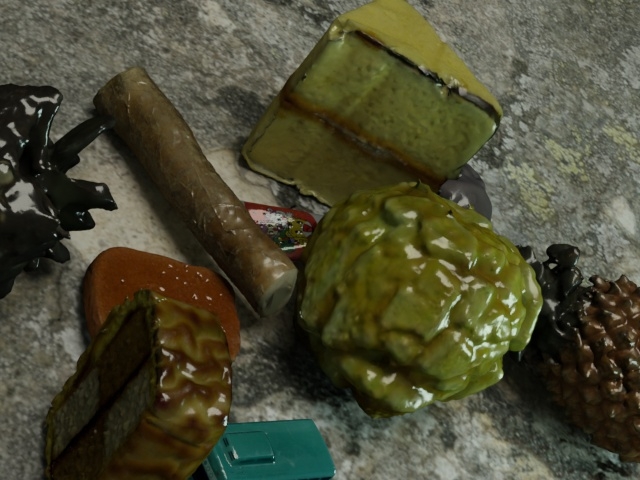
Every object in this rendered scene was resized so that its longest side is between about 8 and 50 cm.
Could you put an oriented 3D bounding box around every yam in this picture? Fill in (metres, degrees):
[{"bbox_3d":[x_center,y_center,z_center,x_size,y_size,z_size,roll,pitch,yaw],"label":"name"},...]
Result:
[{"bbox_3d":[-0.143,-0.061,1.798,0.081,0.081,0.357,-14,58,-48],"label":"yam"}]

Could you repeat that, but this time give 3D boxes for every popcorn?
[{"bbox_3d":[0.099,0.059,1.785,0.282,0.247,0.282,34,24,-17],"label":"popcorn"}]

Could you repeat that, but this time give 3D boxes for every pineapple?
[{"bbox_3d":[0.324,0.119,1.943,0.357,0.223,0.223,32,37,-14],"label":"pineapple"}]

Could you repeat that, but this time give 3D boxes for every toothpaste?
[{"bbox_3d":[0.000,0.000,1.918,0.234,0.057,0.089,7,50,-27],"label":"toothpaste"}]

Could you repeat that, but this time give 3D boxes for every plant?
[{"bbox_3d":[-0.333,-0.044,1.548,0.276,0.199,0.188,-8,64,-42],"label":"plant"}]

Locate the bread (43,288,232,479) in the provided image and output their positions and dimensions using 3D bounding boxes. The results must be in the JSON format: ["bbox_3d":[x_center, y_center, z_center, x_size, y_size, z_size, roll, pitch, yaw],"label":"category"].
[{"bbox_3d":[-0.173,0.166,1.443,0.096,0.222,0.181,23,31,-29],"label":"bread"}]

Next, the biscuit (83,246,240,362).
[{"bbox_3d":[-0.167,0.092,1.672,0.192,0.036,0.186,16,40,-33],"label":"biscuit"}]

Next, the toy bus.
[{"bbox_3d":[-0.072,0.230,1.574,0.160,0.092,0.079,3,50,-41],"label":"toy bus"}]

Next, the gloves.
[{"bbox_3d":[0.174,-0.024,2.065,0.142,0.119,0.285,50,17,-47],"label":"gloves"}]

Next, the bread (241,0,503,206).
[{"bbox_3d":[0.063,-0.136,1.936,0.236,0.263,0.198,46,39,5],"label":"bread"}]
